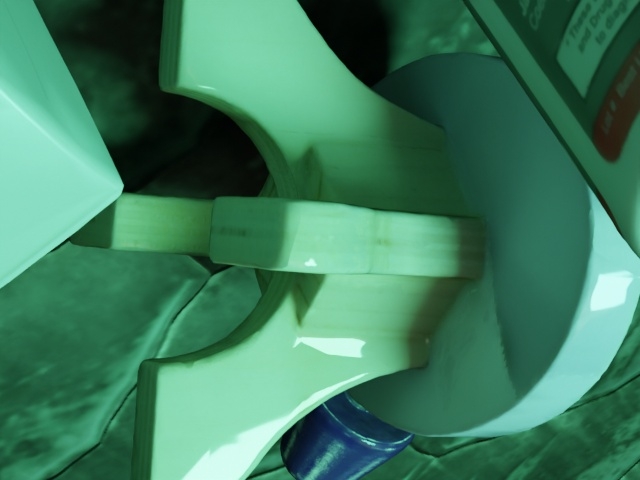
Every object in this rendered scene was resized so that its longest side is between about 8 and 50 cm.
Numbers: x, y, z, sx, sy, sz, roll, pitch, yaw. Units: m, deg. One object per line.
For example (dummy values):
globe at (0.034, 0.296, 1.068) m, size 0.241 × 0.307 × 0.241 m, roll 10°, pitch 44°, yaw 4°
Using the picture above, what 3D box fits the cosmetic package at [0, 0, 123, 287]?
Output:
cosmetic package at (-0.235, -0.123, 0.400) m, size 0.156 × 0.217 × 0.385 m, roll -38°, pitch 142°, yaw 8°

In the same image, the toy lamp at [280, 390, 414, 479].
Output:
toy lamp at (0.062, 0.044, 0.980) m, size 0.080 × 0.080 × 0.274 m, roll 7°, pitch 131°, yaw -40°

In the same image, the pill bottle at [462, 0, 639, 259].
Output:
pill bottle at (0.113, -0.134, 0.592) m, size 0.161 × 0.283 × 0.161 m, roll -19°, pitch 145°, yaw -14°

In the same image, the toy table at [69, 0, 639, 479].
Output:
toy table at (0.000, 0.000, 0.753) m, size 0.161 × 0.252 × 0.274 m, roll 5°, pitch 168°, yaw -25°
